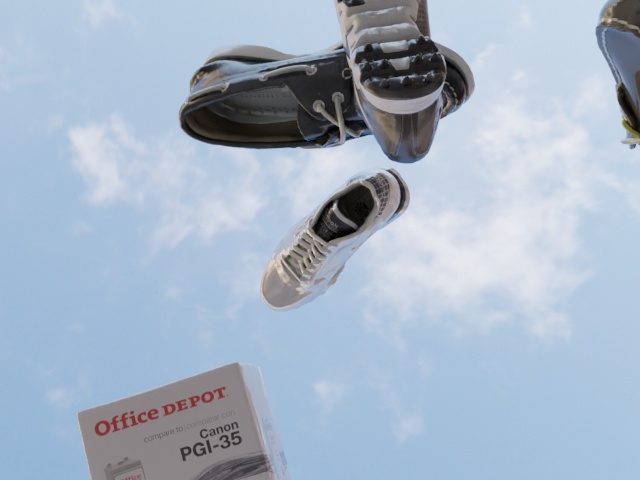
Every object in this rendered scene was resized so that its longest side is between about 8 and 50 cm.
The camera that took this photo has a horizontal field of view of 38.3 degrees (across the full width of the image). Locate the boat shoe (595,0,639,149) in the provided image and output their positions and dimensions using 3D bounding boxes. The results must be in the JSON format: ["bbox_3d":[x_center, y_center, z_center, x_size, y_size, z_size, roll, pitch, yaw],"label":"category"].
[{"bbox_3d":[0.304,-0.093,0.754,0.305,0.109,0.091,37,-90,-39],"label":"boat shoe"}]

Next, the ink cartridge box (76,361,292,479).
[{"bbox_3d":[-0.141,0.302,1.056,0.207,0.117,0.283,-18,-103,5],"label":"ink cartridge box"}]

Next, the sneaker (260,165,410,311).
[{"bbox_3d":[0.000,0.000,1.088,0.090,0.095,0.235,46,-68,8],"label":"sneaker"}]

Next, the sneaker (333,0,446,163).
[{"bbox_3d":[0.054,-0.149,0.738,0.078,0.106,0.234,-6,-135,1],"label":"sneaker"}]

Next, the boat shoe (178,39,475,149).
[{"bbox_3d":[-0.002,-0.132,0.898,0.114,0.302,0.091,59,-136,-39],"label":"boat shoe"}]
